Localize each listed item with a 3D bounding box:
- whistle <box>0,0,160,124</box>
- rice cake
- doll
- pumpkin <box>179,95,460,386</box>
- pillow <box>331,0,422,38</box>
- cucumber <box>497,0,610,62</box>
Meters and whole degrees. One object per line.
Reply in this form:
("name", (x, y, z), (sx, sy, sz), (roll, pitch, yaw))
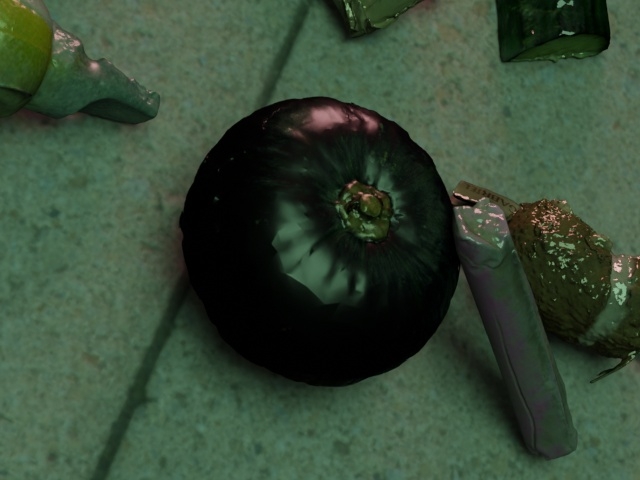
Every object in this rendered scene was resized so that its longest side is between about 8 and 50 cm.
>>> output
("whistle", (-0.227, -0.146, 1.252), (0.223, 0.123, 0.123), (17, 68, -32))
("rice cake", (0.160, 0.078, 1.303), (0.049, 0.055, 0.270), (-27, 126, -6))
("doll", (0.205, 0.022, 1.379), (0.221, 0.105, 0.115), (39, 71, -10))
("pumpkin", (0.000, 0.000, 1.270), (0.233, 0.163, 0.233), (7, 72, -25))
("pillow", (0.025, -0.281, 1.424), (0.119, 0.053, 0.208), (-34, 89, -23))
("cucumber", (0.222, -0.288, 1.506), (0.115, 0.063, 0.244), (2, 72, -23))
